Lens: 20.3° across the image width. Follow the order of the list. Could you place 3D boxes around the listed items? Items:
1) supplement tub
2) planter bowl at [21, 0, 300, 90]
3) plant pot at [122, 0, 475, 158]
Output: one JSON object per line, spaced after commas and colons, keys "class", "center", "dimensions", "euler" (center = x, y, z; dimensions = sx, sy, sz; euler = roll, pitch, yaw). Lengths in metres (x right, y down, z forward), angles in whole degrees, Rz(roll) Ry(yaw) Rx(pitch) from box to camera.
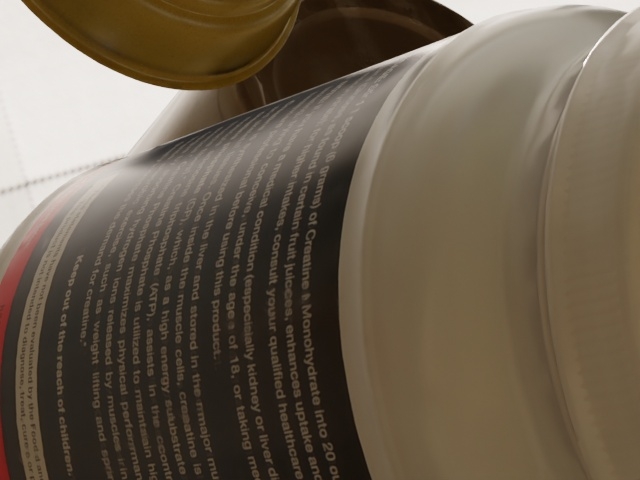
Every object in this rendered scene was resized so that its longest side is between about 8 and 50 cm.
{"class": "supplement tub", "center": [0.035, 0.041, 0.532], "dimensions": [0.191, 0.272, 0.191], "euler": [13, -110, -41]}
{"class": "planter bowl", "center": [-0.065, -0.188, 0.853], "dimensions": [0.217, 0.090, 0.217], "euler": [21, -124, -34]}
{"class": "plant pot", "center": [0.000, 0.000, 1.099], "dimensions": [0.323, 0.323, 0.280], "euler": [-15, -31, -31]}
